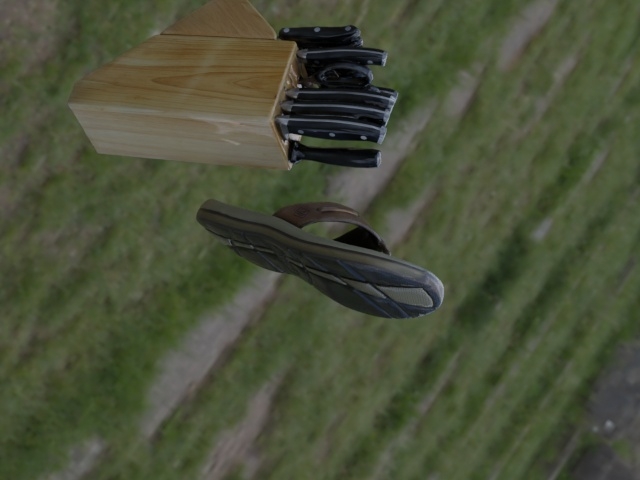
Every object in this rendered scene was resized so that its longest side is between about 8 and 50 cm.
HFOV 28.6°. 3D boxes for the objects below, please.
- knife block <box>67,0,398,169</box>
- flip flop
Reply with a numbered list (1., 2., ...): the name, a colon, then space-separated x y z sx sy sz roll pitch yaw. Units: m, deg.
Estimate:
1. knife block: -0.070 -0.118 1.202 0.276 0.242 0.088 -32 146 -7
2. flip flop: 0.000 0.000 1.234 0.080 0.277 0.112 -58 144 -18
